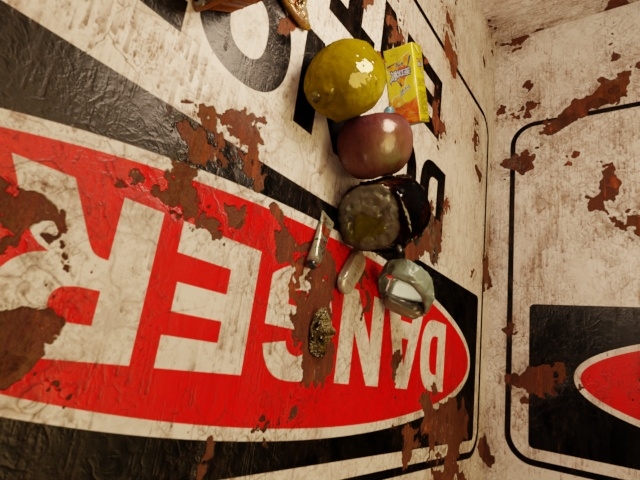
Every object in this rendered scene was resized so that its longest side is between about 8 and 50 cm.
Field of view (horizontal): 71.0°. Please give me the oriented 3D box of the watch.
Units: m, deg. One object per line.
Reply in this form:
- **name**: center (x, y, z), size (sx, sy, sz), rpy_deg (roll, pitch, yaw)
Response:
- **watch**: center (0.363, 0.187, 1.880), size (0.241, 0.253, 0.162), rpy_deg (104, 12, -51)

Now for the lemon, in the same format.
- **lemon**: center (0.086, -0.552, 1.555), size (0.316, 0.285, 0.286), rpy_deg (-85, 150, -53)

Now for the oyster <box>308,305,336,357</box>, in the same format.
- **oyster**: center (0.007, 0.316, 1.555), size (0.105, 0.056, 0.177), rpy_deg (13, 81, -45)

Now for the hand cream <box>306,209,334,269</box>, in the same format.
- **hand cream**: center (0.000, 0.000, 1.583), size (0.080, 0.050, 0.234), rpy_deg (49, 44, -35)

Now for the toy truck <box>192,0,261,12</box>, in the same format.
- **toy truck**: center (-0.273, -0.820, 1.180), size (0.207, 0.173, 0.388), rpy_deg (-34, 117, -57)

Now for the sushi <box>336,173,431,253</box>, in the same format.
- **sushi**: center (0.254, -0.106, 1.722), size (0.294, 0.299, 0.282), rpy_deg (-22, 121, -54)

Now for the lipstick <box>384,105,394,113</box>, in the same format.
- **lipstick**: center (0.301, -0.533, 2.029), size (0.048, 0.048, 0.158), rpy_deg (40, 56, -44)

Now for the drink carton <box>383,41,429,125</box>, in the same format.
- **drink carton**: center (0.402, -0.718, 2.093), size (0.111, 0.154, 0.352), rpy_deg (-16, 100, -53)

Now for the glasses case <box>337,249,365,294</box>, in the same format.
- **glasses case**: center (0.121, 0.119, 1.723), size (0.204, 0.051, 0.081), rpy_deg (-58, 132, -39)

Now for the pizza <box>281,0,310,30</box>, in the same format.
- **pizza**: center (-0.068, -0.848, 1.555), size (0.185, 0.052, 0.196), rpy_deg (39, 57, -49)

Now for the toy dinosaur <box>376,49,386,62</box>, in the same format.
- **toy dinosaur**: center (0.227, -0.792, 1.949), size (0.212, 0.057, 0.143), rpy_deg (10, 68, -54)

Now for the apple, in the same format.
- **apple**: center (0.207, -0.353, 1.688), size (0.305, 0.305, 0.235), rpy_deg (-19, 102, -53)

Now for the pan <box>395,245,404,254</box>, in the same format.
- **pan**: center (0.379, 0.022, 2.105), size (0.115, 0.023, 0.069), rpy_deg (-33, 113, -47)
